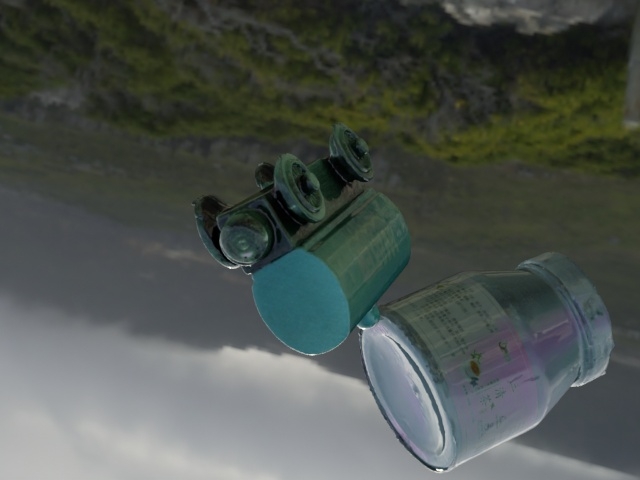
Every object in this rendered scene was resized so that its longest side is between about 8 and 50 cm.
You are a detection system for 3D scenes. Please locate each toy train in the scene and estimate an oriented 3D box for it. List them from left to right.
[{"bbox_3d":[0.000,0.000,0.928,0.101,0.159,0.248,-31,-178,23],"label":"toy train"}]

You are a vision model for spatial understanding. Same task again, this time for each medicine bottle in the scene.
[{"bbox_3d":[0.233,0.154,1.646,0.290,0.245,0.245,-23,-168,-20],"label":"medicine bottle"}]
